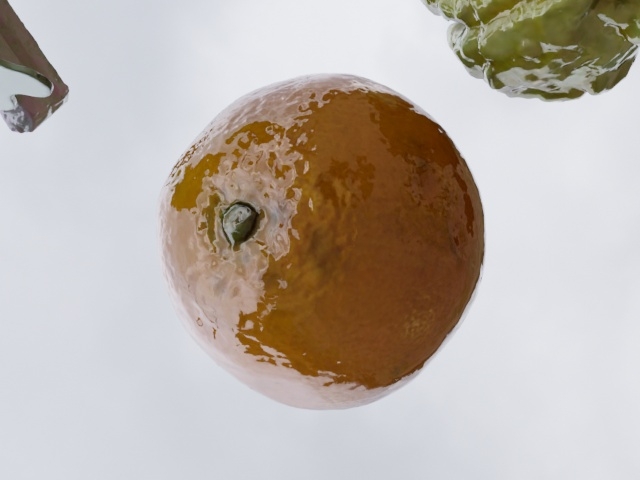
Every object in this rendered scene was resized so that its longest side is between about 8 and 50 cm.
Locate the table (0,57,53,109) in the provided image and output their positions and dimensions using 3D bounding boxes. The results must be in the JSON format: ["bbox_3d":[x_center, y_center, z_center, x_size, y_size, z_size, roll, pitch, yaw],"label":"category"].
[{"bbox_3d":[-0.340,-0.153,1.191,0.166,0.198,0.166,4,-96,-36],"label":"table"}]

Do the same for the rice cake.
[{"bbox_3d":[-0.426,-0.274,1.685,0.298,0.050,0.106,57,-148,-16],"label":"rice cake"}]

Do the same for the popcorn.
[{"bbox_3d":[0.215,-0.232,1.250,0.256,0.255,0.195,74,-175,-55],"label":"popcorn"}]

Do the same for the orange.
[{"bbox_3d":[0.000,0.000,1.253,0.312,0.312,0.312,0,-91,-58],"label":"orange"}]
